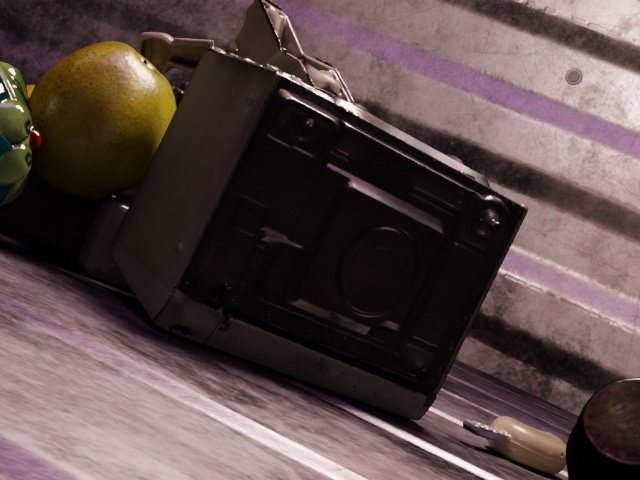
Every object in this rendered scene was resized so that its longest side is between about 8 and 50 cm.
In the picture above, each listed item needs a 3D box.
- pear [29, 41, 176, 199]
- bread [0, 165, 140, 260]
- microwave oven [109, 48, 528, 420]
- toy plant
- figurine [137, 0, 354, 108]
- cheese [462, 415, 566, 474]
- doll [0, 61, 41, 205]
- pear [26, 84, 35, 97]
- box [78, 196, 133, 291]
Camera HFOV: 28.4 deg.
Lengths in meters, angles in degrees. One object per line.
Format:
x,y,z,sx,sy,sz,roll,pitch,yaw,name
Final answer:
-0.271,-0.144,1.560,0.198,0.198,0.198,24,1,0,pear
-0.341,-0.064,1.809,0.382,0.129,0.366,30,9,19,bread
0.000,0.000,1.521,0.394,0.333,0.247,24,5,-30,microwave oven
0.364,0.257,1.423,0.218,0.175,0.235,33,-21,40,toy plant
-0.122,-0.168,1.675,0.308,0.308,0.143,24,14,10,figurine
0.245,0.254,1.624,0.171,0.047,0.092,23,0,-20,cheese
-0.433,-0.126,1.472,0.186,0.198,0.322,-4,9,-23,doll
-0.458,-0.149,2.008,0.209,0.209,0.209,24,1,0,pear
-0.184,0.033,1.630,0.243,0.103,0.055,23,1,-28,box
